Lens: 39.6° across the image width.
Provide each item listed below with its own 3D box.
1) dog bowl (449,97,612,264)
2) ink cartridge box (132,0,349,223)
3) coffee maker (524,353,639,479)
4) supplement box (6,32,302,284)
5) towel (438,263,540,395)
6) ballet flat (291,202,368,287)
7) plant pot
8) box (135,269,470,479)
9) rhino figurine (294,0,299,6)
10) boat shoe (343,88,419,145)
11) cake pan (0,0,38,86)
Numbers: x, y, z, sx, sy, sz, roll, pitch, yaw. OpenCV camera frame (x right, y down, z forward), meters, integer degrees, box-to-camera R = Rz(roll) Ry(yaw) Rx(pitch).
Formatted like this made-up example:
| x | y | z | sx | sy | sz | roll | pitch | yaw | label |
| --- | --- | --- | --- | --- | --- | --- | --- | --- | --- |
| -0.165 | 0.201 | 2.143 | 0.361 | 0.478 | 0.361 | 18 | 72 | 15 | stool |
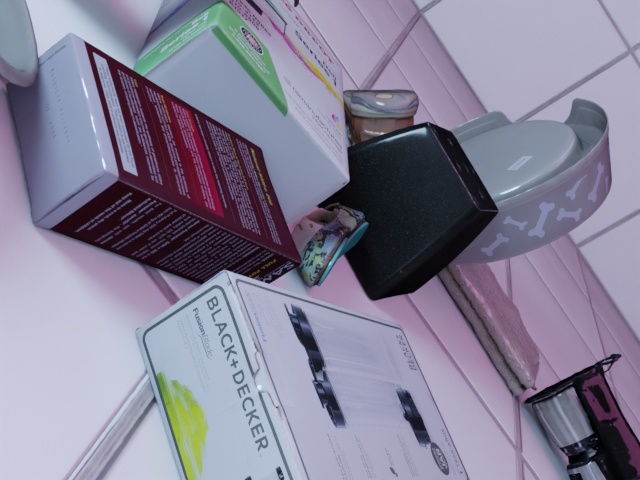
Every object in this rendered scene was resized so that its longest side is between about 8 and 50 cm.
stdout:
| x | y | z | sx | sy | sz | roll | pitch | yaw | label |
| --- | --- | --- | --- | --- | --- | --- | --- | --- | --- |
| 0.270 | -0.088 | 1.333 | 0.349 | 0.349 | 0.102 | -80 | 147 | -62 | dog bowl |
| -0.075 | -0.168 | 0.929 | 0.201 | 0.117 | 0.278 | 48 | 21 | -26 | ink cartridge box |
| 0.433 | 0.290 | 1.375 | 0.178 | 0.171 | 0.120 | 63 | 4 | 11 | coffee maker |
| -0.121 | -0.047 | 0.700 | 0.239 | 0.073 | 0.130 | 27 | 36 | -54 | supplement box |
| 0.273 | 0.108 | 1.450 | 0.282 | 0.049 | 0.187 | 57 | 19 | 0 | towel |
| 0.000 | 0.000 | 0.958 | 0.070 | 0.070 | 0.188 | 57 | 18 | -3 | ballet flat |
| 0.115 | -0.050 | 1.133 | 0.187 | 0.167 | 0.188 | 61 | 21 | 11 | plant pot |
| 0.001 | 0.137 | 0.691 | 0.290 | 0.087 | 0.169 | 23 | 40 | -59 | box |
| -0.105 | -0.451 | 1.322 | 0.243 | 0.106 | 0.073 | 52 | 51 | -19 | rhino figurine |
| 0.090 | -0.174 | 1.375 | 0.324 | 0.123 | 0.116 | -61 | 151 | -78 | boat shoe |
| -0.255 | -0.221 | 0.523 | 0.293 | 0.054 | 0.293 | 159 | -90 | -87 | cake pan |
